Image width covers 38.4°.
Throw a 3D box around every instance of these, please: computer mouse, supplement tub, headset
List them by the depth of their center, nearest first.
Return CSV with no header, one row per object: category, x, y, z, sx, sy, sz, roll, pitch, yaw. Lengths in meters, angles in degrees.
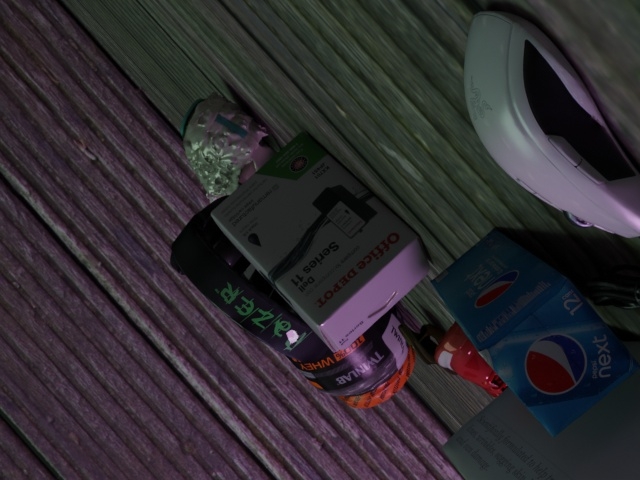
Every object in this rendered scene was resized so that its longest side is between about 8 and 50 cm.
computer mouse,0.122,-0.026,0.450,0.193,0.042,0.106,49,176,-16
headset,-0.104,0.064,1.270,0.243,0.185,0.394,37,-170,-12
supplement tub,0.011,0.127,1.604,0.338,0.207,0.207,50,175,-27

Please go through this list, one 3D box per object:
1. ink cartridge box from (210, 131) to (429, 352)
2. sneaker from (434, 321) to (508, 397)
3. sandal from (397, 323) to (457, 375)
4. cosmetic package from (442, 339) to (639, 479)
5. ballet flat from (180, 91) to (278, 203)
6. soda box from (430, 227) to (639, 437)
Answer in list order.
ink cartridge box,0.000,0.000,1.051,0.208,0.153,0.087,44,172,29
sneaker,0.196,0.129,0.898,0.128,0.087,0.221,36,-178,25
sandal,0.175,0.158,1.408,0.180,0.049,0.072,32,-165,-49
cosmetic package,0.279,0.254,0.618,0.385,0.156,0.217,47,177,-8
ballet flat,-0.112,-0.092,1.458,0.147,0.147,0.409,46,175,17
soda box,0.133,0.051,0.615,0.071,0.067,0.210,49,-174,-7
